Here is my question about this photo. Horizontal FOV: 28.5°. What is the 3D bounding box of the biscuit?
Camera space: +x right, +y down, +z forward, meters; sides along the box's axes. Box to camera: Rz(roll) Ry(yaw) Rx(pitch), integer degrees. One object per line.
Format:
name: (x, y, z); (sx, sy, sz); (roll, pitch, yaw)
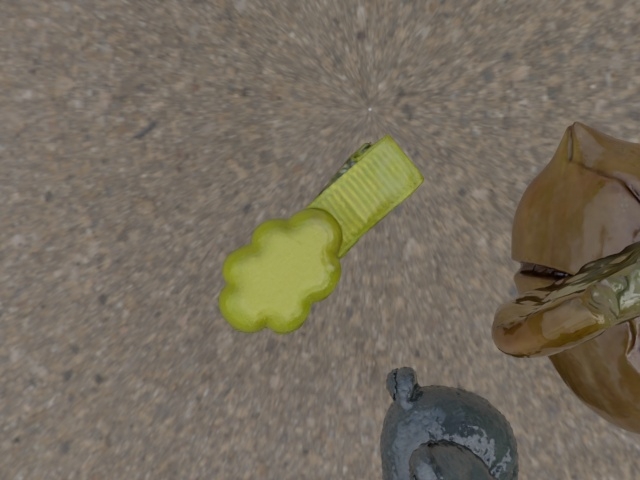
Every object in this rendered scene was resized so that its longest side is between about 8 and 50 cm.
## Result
biscuit: (0.214, 0.028, 0.880); (0.154, 0.299, 0.045); (-25, 86, 49)

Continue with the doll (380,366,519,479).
doll: (0.121, 0.282, 1.254); (0.158, 0.340, 0.246); (-19, 130, 18)

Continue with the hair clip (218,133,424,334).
hair clip: (0.000, 0.000, 0.880); (0.173, 0.046, 0.072); (-41, 92, -17)

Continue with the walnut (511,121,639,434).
walnut: (0.274, 0.033, 1.114); (0.203, 0.203, 0.298); (-25, 98, 5)
